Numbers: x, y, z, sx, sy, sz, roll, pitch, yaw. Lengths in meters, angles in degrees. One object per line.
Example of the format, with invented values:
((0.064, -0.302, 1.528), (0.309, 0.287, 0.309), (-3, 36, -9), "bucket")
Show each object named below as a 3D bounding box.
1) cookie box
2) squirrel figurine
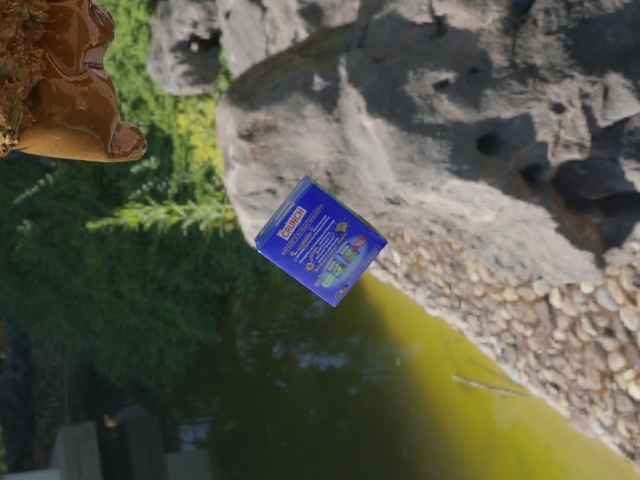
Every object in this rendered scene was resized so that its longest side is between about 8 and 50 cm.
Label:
((0.000, 0.000, 0.928), (0.092, 0.107, 0.040), (-50, 21, 5), "cookie box")
((-0.382, -0.302, 1.128), (0.397, 0.281, 0.371), (-37, -40, -77), "squirrel figurine")
